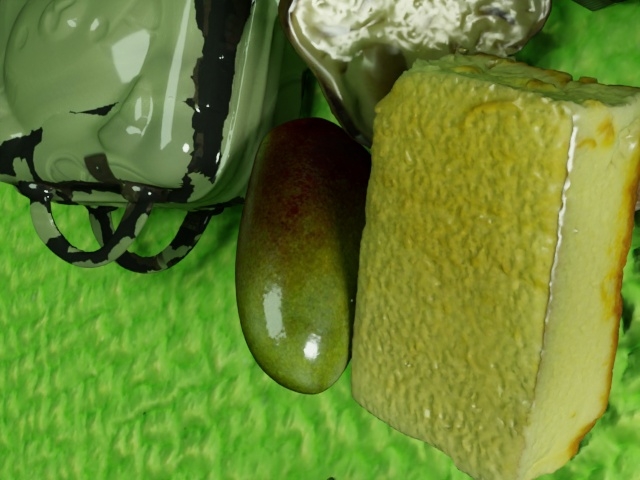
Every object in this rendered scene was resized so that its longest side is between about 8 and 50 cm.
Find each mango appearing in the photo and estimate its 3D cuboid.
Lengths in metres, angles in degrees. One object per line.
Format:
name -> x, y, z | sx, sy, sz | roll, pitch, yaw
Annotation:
mango -> 0.000, 0.000, 0.929 | 0.111, 0.133, 0.267 | -47, 28, 43

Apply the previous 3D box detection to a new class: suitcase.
suitcase -> -0.181, -0.138, 1.101 | 0.352, 0.194, 0.339 | 4, 83, 42

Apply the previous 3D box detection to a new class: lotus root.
lotus root -> 0.070, -0.174, 0.931 | 0.188, 0.199, 0.180 | -35, 16, 1

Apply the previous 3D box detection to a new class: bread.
bread -> 0.119, 0.016, 0.804 | 0.185, 0.114, 0.274 | 24, 114, 46

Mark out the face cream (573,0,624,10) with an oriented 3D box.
face cream -> 0.283, -0.218, 0.730 | 0.341, 0.137, 0.084 | -14, 73, 43

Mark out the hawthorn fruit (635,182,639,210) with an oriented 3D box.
hawthorn fruit -> 0.194, -0.047, 0.831 | 0.103, 0.067, 0.066 | -18, 67, 40

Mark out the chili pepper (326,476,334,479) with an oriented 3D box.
chili pepper -> 0.060, 0.233, 0.873 | 0.204, 0.073, 0.072 | -1, 91, 43
